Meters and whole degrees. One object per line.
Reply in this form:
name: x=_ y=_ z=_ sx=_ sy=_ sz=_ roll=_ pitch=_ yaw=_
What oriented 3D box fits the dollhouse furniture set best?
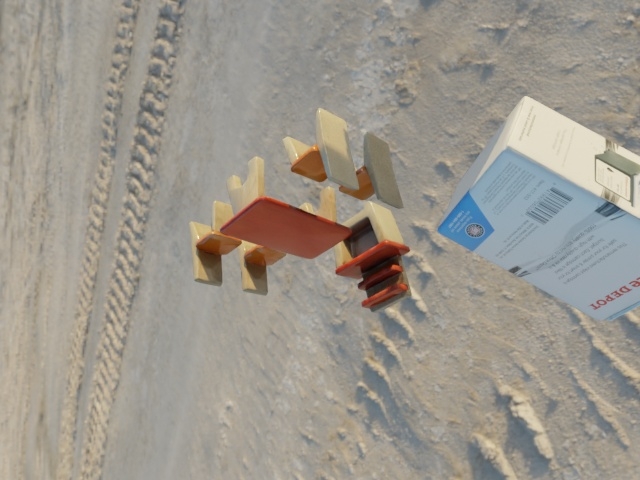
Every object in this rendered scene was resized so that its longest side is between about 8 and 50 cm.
dollhouse furniture set: x=0.000 y=0.000 z=0.666 sx=0.262 sy=0.259 sz=0.135 roll=-33 pitch=54 yaw=36

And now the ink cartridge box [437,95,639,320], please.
ink cartridge box: x=0.230 y=-0.022 z=0.494 sx=0.082 sy=0.190 sz=0.140 roll=-60 pitch=-2 yaw=-33
